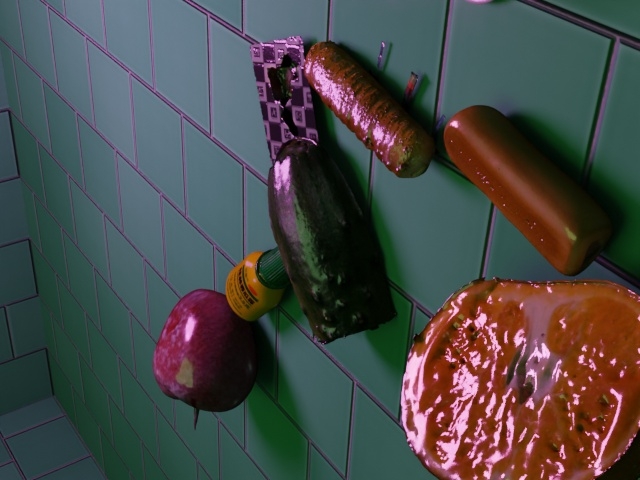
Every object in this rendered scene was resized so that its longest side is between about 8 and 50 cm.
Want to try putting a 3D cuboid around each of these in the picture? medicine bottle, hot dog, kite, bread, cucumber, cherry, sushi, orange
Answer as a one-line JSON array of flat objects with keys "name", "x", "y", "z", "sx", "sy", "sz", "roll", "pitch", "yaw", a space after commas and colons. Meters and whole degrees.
[{"name": "medicine bottle", "x": -0.093, "y": 0.061, "z": 1.683, "sx": 0.309, "sy": 0.076, "sz": 0.111, "roll": -39, "pitch": 73, "yaw": 58}, {"name": "hot dog", "x": 0.058, "y": -0.185, "z": 1.285, "sx": 0.289, "sy": 0.068, "sz": 0.083, "roll": 52, "pitch": 142, "yaw": 39}, {"name": "kite", "x": 0.112, "y": -0.169, "z": 1.274, "sx": 0.183, "sy": 0.010, "sz": 0.160, "roll": 56, "pitch": 151, "yaw": 31}, {"name": "bread", "x": 0.236, "y": -0.066, "z": 1.061, "sx": 0.239, "sy": 0.073, "sz": 0.093, "roll": 52, "pitch": 161, "yaw": 32}, {"name": "cucumber", "x": 0.000, "y": 0.000, "z": 1.439, "sx": 0.145, "sy": 0.105, "sz": 0.326, "roll": -6, "pitch": 104, "yaw": 55}, {"name": "cherry", "x": -0.232, "y": 0.243, "z": 1.885, "sx": 0.236, "sy": 0.212, "sz": 0.286, "roll": 3, "pitch": 85, "yaw": 38}, {"name": "sushi", "x": -0.045, "y": -0.222, "z": 1.483, "sx": 0.139, "sy": 0.031, "sz": 0.201, "roll": 5, "pitch": 109, "yaw": 50}, {"name": "orange", "x": 0.232, "y": 0.165, "z": 1.023, "sx": 0.310, "sy": 0.274, "sz": 0.274, "roll": 7, "pitch": 118, "yaw": 19}]

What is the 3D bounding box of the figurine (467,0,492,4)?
[{"name": "figurine", "x": 0.124, "y": -0.319, "z": 1.023, "sx": 0.132, "sy": 0.153, "sz": 0.132, "roll": 35, "pitch": 134, "yaw": 46}]
